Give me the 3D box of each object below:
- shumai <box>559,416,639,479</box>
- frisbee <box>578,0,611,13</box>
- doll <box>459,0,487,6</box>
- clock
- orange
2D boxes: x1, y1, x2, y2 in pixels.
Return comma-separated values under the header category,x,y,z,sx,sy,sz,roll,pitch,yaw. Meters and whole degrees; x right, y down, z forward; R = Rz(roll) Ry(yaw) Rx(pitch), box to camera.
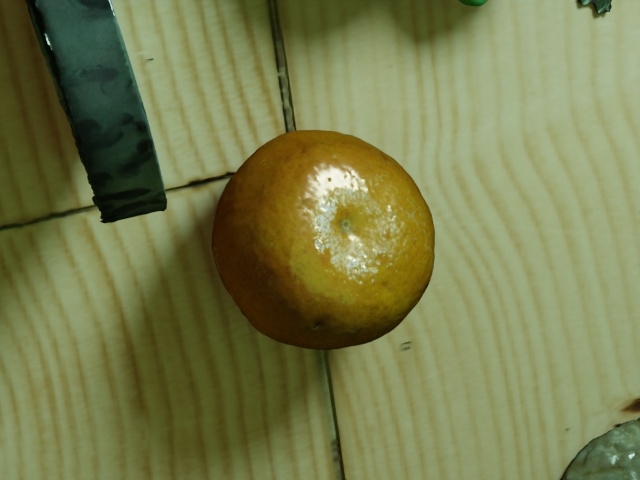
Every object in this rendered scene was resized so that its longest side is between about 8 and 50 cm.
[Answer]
category,x,y,z,sx,sy,sz,roll,pitch,yaw
shumai,0.410,0.346,1.921,0.314,0.267,0.262,-16,143,12
frisbee,0.323,-0.326,1.786,0.211,0.012,0.187,32,92,-24
doll,0.067,-0.337,1.607,0.363,0.160,0.182,13,106,-22
clock,-0.206,-0.165,1.472,0.061,0.312,0.312,-18,109,-8
orange,0.000,0.000,1.665,0.224,0.170,0.224,4,81,-25
